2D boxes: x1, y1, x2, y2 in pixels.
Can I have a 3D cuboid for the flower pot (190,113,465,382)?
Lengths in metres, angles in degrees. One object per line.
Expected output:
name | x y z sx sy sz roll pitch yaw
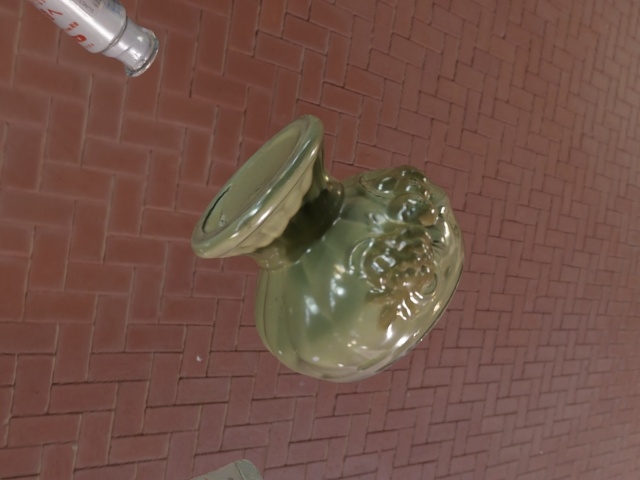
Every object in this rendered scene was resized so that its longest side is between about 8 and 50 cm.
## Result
flower pot | 0.000 0.000 0.577 0.244 0.308 0.307 40 77 -23

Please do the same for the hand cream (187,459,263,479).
hand cream | -0.146 0.260 0.384 0.315 0.140 0.089 13 112 -44

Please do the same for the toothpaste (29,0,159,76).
toothpaste | -0.251 -0.236 0.399 0.057 0.089 0.234 -58 141 -1
